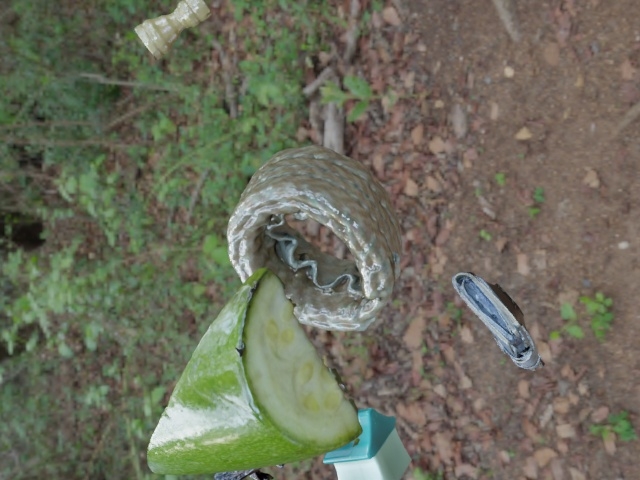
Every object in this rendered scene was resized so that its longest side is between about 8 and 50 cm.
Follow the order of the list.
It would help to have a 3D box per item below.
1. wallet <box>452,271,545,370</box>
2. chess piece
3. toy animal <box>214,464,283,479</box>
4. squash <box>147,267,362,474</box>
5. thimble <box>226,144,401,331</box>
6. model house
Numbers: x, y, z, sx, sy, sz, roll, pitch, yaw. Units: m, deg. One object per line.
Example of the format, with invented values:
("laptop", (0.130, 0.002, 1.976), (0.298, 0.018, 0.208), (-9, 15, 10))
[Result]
("wallet", (0.321, 0.141, 1.468), (0.069, 0.231, 0.170), (-40, 59, 10))
("chess piece", (-0.241, -0.358, 1.399), (0.066, 0.122, 0.066), (53, 178, 2))
("toy animal", (-0.104, 0.349, 1.516), (0.116, 0.218, 0.179), (38, 127, 19))
("squash", (-0.118, 0.160, 0.836), (0.289, 0.111, 0.203), (-16, 110, 44))
("thimble", (-0.001, -0.006, 1.103), (0.196, 0.229, 0.148), (-58, 7, 36))
("model house", (0.078, 0.371, 1.518), (0.100, 0.127, 0.148), (-14, 104, 32))
